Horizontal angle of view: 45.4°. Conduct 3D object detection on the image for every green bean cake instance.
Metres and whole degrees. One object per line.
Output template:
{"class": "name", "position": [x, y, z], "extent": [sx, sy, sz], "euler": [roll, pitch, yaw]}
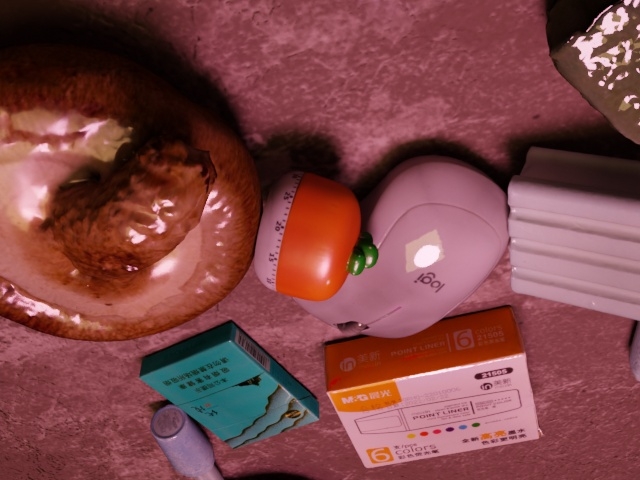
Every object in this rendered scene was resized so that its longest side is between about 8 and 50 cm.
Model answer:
{"class": "green bean cake", "position": [0.334, -0.188, 0.663], "extent": [0.227, 0.125, 0.222], "euler": [33, 128, -27]}

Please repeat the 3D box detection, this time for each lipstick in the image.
{"class": "lipstick", "position": [-0.201, 0.356, 1.237], "extent": [0.068, 0.061, 0.274], "euler": [-10, 139, 5]}

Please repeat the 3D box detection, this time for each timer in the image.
{"class": "timer", "position": [0.000, 0.000, 0.790], "extent": [0.136, 0.099, 0.136], "euler": [3, 113, 6]}

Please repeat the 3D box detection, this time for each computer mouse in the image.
{"class": "computer mouse", "position": [0.093, 0.034, 0.882], "extent": [0.184, 0.121, 0.297], "euler": [27, 127, -27]}

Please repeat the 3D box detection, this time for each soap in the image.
{"class": "soap", "position": [0.334, 0.003, 0.784], "extent": [0.265, 0.087, 0.159], "euler": [13, 136, 30]}

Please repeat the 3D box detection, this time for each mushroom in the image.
{"class": "mushroom", "position": [-0.225, -0.034, 0.760], "extent": [0.345, 0.239, 0.345], "euler": [9, 124, 14]}

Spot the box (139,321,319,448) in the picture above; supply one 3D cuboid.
{"class": "box", "position": [-0.126, 0.218, 1.112], "extent": [0.161, 0.042, 0.226], "euler": [-23, 130, 22]}

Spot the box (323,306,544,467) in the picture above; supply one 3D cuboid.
{"class": "box", "position": [0.159, 0.215, 1.080], "extent": [0.274, 0.091, 0.220], "euler": [-14, 132, 12]}

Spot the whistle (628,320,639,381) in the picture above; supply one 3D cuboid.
{"class": "whistle", "position": [0.441, 0.070, 0.961], "extent": [0.062, 0.062, 0.312], "euler": [-5, 135, 4]}
